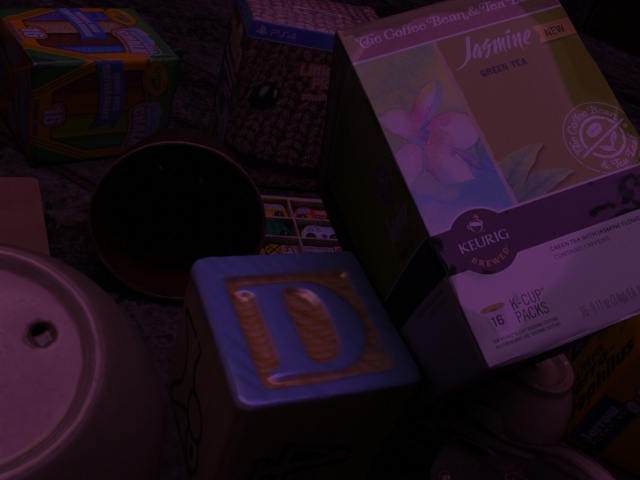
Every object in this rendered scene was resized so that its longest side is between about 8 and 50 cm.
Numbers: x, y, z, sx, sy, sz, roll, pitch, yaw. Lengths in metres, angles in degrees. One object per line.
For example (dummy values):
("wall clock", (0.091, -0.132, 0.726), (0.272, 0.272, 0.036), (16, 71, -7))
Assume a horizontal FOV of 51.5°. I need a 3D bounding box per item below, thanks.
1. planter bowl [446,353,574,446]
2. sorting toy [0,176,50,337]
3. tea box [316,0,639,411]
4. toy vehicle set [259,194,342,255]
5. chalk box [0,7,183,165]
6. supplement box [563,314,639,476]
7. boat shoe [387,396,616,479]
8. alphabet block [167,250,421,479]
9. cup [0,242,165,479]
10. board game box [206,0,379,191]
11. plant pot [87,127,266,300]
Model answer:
("planter bowl", (0.258, 0.189, 0.862), (0.162, 0.109, 0.162), (12, 38, -10))
("sorting toy", (-0.440, 0.041, 0.734), (0.257, 0.089, 0.255), (-3, 43, -27))
("tea box", (0.153, -0.024, 0.695), (0.220, 0.329, 0.324), (-19, 73, -10))
("toy vehicle set", (0.000, 0.000, 1.033), (0.266, 0.035, 0.166), (3, 41, -21))
("chalk box", (-0.347, -0.255, 1.067), (0.289, 0.180, 0.179), (-15, 49, -36))
("supplement box", (0.538, 0.222, 0.882), (0.356, 0.194, 0.195), (25, 37, 7))
("boat shoe", (0.166, 0.257, 0.639), (0.130, 0.132, 0.355), (-8, 3, -15))
("alphabet block", (-0.041, 0.147, 0.702), (0.193, 0.197, 0.192), (-1, 43, -25))
("cup", (-0.267, 0.131, 0.507), (0.331, 0.237, 0.331), (12, 57, -19))
("board game box", (-0.044, -0.242, 1.099), (0.232, 0.291, 0.141), (3, 40, -21))
("plant pot", (-0.190, -0.067, 0.916), (0.215, 0.215, 0.230), (10, 24, -14))
